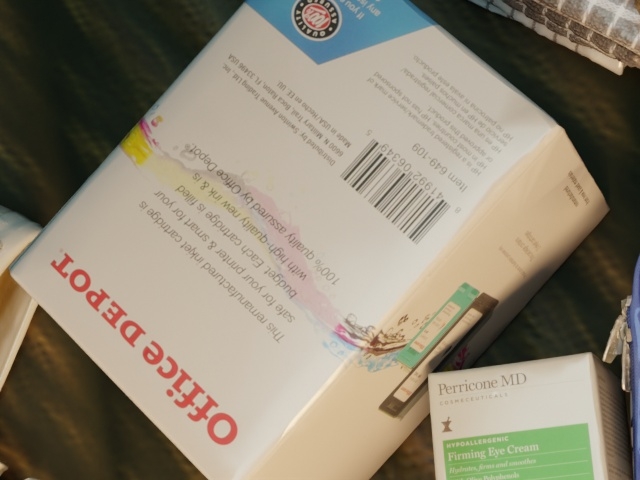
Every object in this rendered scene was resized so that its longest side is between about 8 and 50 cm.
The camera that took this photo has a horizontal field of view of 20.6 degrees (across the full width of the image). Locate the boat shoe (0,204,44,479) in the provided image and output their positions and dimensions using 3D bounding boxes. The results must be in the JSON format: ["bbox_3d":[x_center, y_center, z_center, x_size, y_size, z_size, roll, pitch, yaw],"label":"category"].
[{"bbox_3d":[-0.258,0.148,1.149,0.156,0.136,0.367,15,73,18],"label":"boat shoe"}]

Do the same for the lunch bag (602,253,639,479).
[{"bbox_3d":[0.312,0.085,0.978,0.303,0.115,0.243,0,76,16],"label":"lunch bag"}]

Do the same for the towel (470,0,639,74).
[{"bbox_3d":[0.166,-0.250,1.099,0.283,0.121,0.235,30,89,22],"label":"towel"}]

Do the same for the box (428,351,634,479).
[{"bbox_3d":[0.126,0.120,1.034,0.101,0.102,0.087,-9,73,17],"label":"box"}]

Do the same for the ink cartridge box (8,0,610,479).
[{"bbox_3d":[0.000,0.000,1.052,0.198,0.197,0.270,43,92,21],"label":"ink cartridge box"}]

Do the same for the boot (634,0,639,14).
[{"bbox_3d":[0.291,-0.070,0.947,0.115,0.112,0.305,-48,68,32],"label":"boot"}]
